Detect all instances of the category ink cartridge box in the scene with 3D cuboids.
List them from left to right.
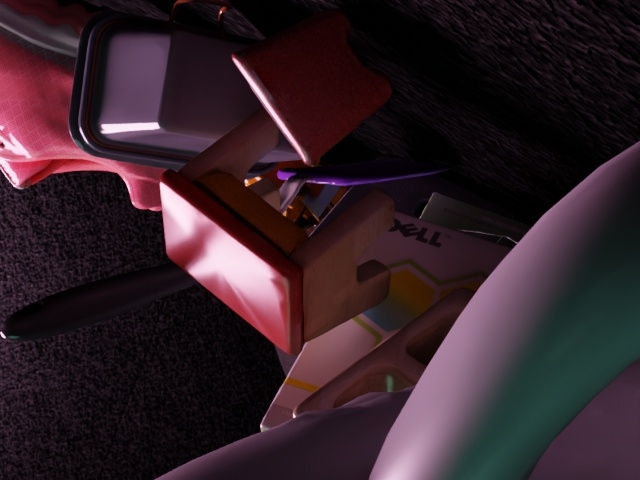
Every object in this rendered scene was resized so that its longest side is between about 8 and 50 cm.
[{"bbox_3d":[0.064,0.050,0.945,0.109,0.209,0.062,19,148,20],"label":"ink cartridge box"}]

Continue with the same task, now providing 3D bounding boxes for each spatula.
[{"bbox_3d":[-0.050,-0.002,0.990,0.084,0.296,0.030,9,120,54],"label":"spatula"}]

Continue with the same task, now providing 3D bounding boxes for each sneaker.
[{"bbox_3d":[-0.216,-0.110,1.186,0.314,0.136,0.116,19,-177,11],"label":"sneaker"}]

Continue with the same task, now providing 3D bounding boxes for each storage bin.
[{"bbox_3d":[-0.057,-0.087,0.978,0.135,0.098,0.091,8,179,-32],"label":"storage bin"}]

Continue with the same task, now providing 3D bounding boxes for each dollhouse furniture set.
[{"bbox_3d":[0.045,0.042,0.771,0.374,0.152,0.201,36,145,30],"label":"dollhouse furniture set"}]

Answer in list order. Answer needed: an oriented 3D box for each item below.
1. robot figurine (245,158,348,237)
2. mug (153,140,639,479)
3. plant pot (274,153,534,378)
[{"bbox_3d":[-0.057,-0.061,1.365,0.211,0.085,0.291,34,176,6],"label":"robot figurine"},{"bbox_3d":[0.110,0.121,0.415,0.328,0.374,0.276,5,-145,-11],"label":"mug"},{"bbox_3d":[0.077,0.055,1.109,0.187,0.188,0.167,30,164,45],"label":"plant pot"}]
